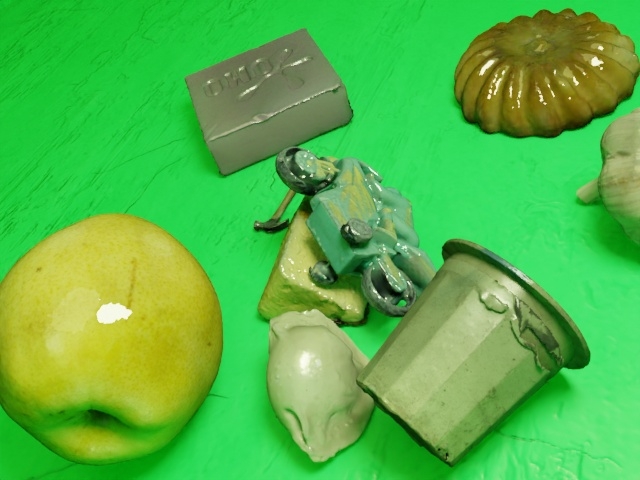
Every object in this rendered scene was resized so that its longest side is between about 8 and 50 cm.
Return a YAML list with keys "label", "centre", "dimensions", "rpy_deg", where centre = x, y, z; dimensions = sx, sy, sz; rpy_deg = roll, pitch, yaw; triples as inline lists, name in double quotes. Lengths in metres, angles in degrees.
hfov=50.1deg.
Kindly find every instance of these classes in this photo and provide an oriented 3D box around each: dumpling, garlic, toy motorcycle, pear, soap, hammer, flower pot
- label: "dumpling"
  centre: [0.005, 0.177, 0.876]
  dimensions: [0.155, 0.181, 0.111]
  rpy_deg: [-6, -4, -27]
- label: "garlic"
  centre: [0.443, -0.088, 0.930]
  dimensions: [0.218, 0.218, 0.212]
  rpy_deg: [-39, 10, -19]
- label: "toy motorcycle"
  centre: [0.063, -0.019, 0.983]
  dimensions: [0.198, 0.109, 0.296]
  rpy_deg: [-10, 59, -42]
- label: "pear"
  centre: [-0.271, 0.125, 0.890]
  dimensions: [0.314, 0.314, 0.314]
  rpy_deg: [-12, 42, 11]
- label: "soap"
  centre: [-0.111, -0.289, 1.407]
  dimensions: [0.296, 0.107, 0.285]
  rpy_deg: [-25, 44, -3]
- label: "hammer"
  centre: [-0.053, -0.080, 1.225]
  dimensions: [0.062, 0.017, 0.182]
  rpy_deg: [7, 48, 28]
- label: "flower pot"
  centre: [0.164, 0.142, 0.788]
  dimensions: [0.202, 0.212, 0.212]
  rpy_deg: [-48, 47, -9]

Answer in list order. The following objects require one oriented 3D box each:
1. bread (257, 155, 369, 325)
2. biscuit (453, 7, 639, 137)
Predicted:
- label: "bread"
  centre: [0.000, 0.000, 1.057]
  dimensions: [0.178, 0.142, 0.266]
  rpy_deg: [-15, 38, 31]
- label: "biscuit"
  centre: [0.394, -0.315, 1.229]
  dimensions: [0.325, 0.107, 0.326]
  rpy_deg: [-12, 46, 12]
